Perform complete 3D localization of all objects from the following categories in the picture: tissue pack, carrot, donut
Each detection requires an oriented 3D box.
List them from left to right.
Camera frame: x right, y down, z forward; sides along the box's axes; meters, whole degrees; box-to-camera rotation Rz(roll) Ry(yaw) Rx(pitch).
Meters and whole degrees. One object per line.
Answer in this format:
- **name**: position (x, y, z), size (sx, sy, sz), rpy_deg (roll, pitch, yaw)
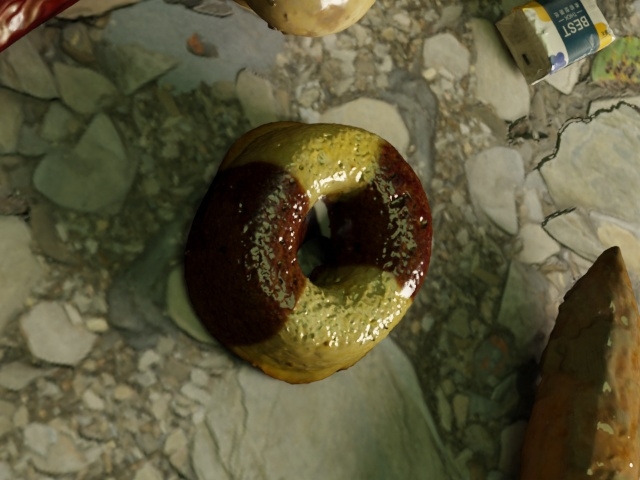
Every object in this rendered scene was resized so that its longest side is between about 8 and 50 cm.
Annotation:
- **donut**: position (0.000, 0.000, 0.783), size (0.166, 0.073, 0.184), rpy_deg (46, 60, -13)
- **tissue pack**: position (0.192, -0.171, 0.961), size (0.083, 0.042, 0.062), rpy_deg (-28, 87, -33)
- **carrot**: position (0.193, 0.120, 0.845), size (0.102, 0.102, 0.263), rpy_deg (24, 63, -22)

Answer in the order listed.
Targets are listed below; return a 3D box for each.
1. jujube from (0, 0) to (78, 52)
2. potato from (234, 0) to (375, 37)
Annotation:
- **jujube**: position (-0.182, -0.212, 0.680), size (0.190, 0.190, 0.255), rpy_deg (42, 72, -13)
- **potato**: position (-0.016, -0.243, 0.824), size (0.161, 0.128, 0.234), rpy_deg (16, 62, -42)
